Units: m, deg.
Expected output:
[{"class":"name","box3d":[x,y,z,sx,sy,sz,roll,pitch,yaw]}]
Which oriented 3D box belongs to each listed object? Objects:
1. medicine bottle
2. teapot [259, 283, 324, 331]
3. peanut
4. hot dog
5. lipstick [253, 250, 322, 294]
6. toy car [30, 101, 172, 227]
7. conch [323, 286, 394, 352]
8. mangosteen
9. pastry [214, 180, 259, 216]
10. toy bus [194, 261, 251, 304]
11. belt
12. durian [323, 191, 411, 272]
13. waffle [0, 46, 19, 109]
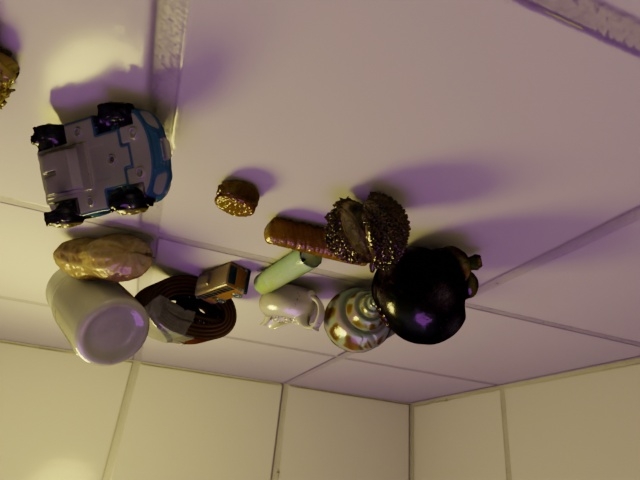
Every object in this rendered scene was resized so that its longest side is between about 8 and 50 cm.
[{"class":"medicine bottle","box3d":[-0.686,0.209,1.445,0.371,0.211,0.211,22,171,46]},{"class":"teapot","box3d":[-0.091,0.226,1.560,0.208,0.166,0.299,35,161,-30]},{"class":"peanut","box3d":[-0.622,0.049,1.353,0.312,0.149,0.149,0,154,26]},{"class":"hot dog","box3d":[0.000,0.001,1.202,0.288,0.083,0.068,14,133,-17]},{"class":"lipstick","box3d":[-0.102,0.088,1.392,0.076,0.076,0.304,20,149,-27]},{"class":"toy car","box3d":[-0.395,-0.137,0.900,0.313,0.199,0.166,-10,-177,22]},{"class":"conch","box3d":[0.135,0.246,1.501,0.249,0.198,0.368,-2,-179,-15]},{"class":"mangosteen","box3d":[0.285,0.123,1.228,0.302,0.275,0.275,-31,151,-5]},{"class":"pastry","box3d":[-0.186,-0.093,1.068,0.097,0.057,0.109,1,152,13]},{"class":"toy bus","box3d":[-0.317,0.139,1.517,0.182,0.092,0.103,-20,142,38]},{"class":"belt","box3d":[-0.453,0.237,1.595,0.338,0.218,0.122,20,151,-39]},{"class":"durian","box3d":[0.103,-0.009,1.046,0.195,0.167,0.196,19,131,24]},{"class":"waffle","box3d":[-0.625,-0.293,0.755,0.311,0.060,0.307,-1,154,17]}]
